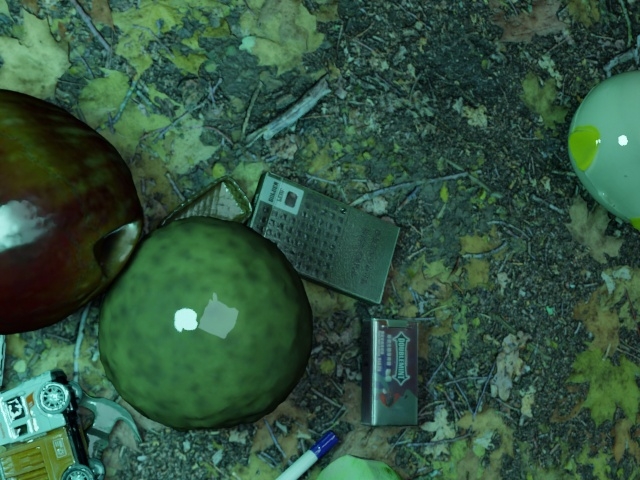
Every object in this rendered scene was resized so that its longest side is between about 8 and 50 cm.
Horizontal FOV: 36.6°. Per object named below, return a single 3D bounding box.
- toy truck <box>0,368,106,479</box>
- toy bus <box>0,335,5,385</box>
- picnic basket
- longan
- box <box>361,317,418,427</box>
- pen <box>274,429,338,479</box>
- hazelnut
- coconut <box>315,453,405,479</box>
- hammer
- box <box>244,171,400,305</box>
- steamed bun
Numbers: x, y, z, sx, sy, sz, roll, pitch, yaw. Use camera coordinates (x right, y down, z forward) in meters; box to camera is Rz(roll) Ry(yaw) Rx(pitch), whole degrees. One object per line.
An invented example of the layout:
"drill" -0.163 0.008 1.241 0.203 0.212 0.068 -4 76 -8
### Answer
"toy truck" -0.471 0.386 1.671 0.162 0.136 0.306 -17 84 -5
"toy bus" -0.605 0.209 1.707 0.089 0.087 0.194 8 78 -28
"picnic basket" -0.231 -0.040 1.918 0.193 0.055 0.110 -38 99 -24
"longan" -0.206 0.153 1.738 0.390 0.391 0.391 4 81 -23
"box" 0.145 0.276 2.027 0.120 0.069 0.224 3 82 -24
"pen" -0.068 0.475 1.925 0.269 0.033 0.033 -38 98 -24
"hazelnut" -0.519 -0.040 1.619 0.402 0.402 0.429 -37 57 -23
"coconut" 0.083 0.529 1.894 0.236 0.236 0.205 39 103 -14
"hammer" -0.430 0.400 1.776 0.158 0.041 0.227 29 71 -15
"box" 0.000 -0.001 2.016 0.324 0.047 0.181 22 74 -19
"steamed bun" 0.752 -0.210 2.231 0.374 0.334 0.334 43 69 -6
